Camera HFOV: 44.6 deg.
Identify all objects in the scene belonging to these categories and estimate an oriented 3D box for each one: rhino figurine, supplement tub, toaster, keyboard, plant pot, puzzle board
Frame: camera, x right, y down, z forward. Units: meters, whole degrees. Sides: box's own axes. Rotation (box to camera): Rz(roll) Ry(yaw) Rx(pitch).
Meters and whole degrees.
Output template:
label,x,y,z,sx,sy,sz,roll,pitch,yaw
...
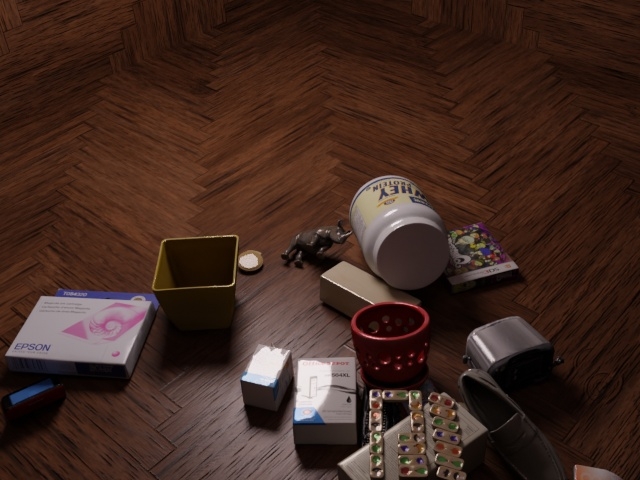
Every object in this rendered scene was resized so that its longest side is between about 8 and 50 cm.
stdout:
label,x,y,z,sx,sy,sz,roll,pitch,yaw
rhino figurine,0.000,0.000,2.277,0.243,0.073,0.106,-18,31,37
supplement tub,0.219,-0.024,2.181,0.235,0.235,0.325,-8,26,-6
toaster,0.464,0.277,1.913,0.227,0.129,0.146,-18,38,-15
keyboard,0.144,0.408,1.847,0.100,0.038,0.192,2,40,7
plant pot,0.172,0.264,1.897,0.191,0.174,0.191,-3,24,2
plant pot,-0.321,0.127,2.116,0.212,0.187,0.212,-4,39,1
puzzle board,0.238,0.374,1.901,0.096,0.011,0.128,-15,40,-13

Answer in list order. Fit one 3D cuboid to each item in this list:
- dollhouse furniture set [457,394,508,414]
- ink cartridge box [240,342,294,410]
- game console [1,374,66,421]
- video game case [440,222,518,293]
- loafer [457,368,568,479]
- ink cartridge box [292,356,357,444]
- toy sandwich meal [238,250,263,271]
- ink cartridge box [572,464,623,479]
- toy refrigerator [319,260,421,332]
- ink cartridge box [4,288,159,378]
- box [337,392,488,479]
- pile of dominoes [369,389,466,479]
label,x,y,z,sx,sy,sz,roll,pitch,yaw
dollhouse furniture set,0.385,0.378,1.840,0.114,0.091,0.081,10,25,21
ink cartridge box,-0.127,0.329,1.922,0.090,0.092,0.143,10,41,16
game console,-0.712,0.375,1.924,0.144,0.124,0.085,-24,69,-23
video game case,0.426,0.048,2.270,0.210,0.041,0.232,-13,39,-12
loafer,0.409,0.417,1.697,0.112,0.111,0.319,-45,64,9
ink cartridge box,0.013,0.378,1.855,0.148,0.086,0.203,-2,39,3
toy sandwich meal,-0.209,0.063,2.316,0.086,0.029,0.085,2,48,-2
ink cartridge box,0.617,0.551,1.623,0.179,0.045,0.145,5,40,14
toy refrigerator,0.131,0.165,2.111,0.269,0.094,0.102,27,41,32
ink cartridge box,-0.627,0.225,2.110,0.324,0.071,0.330,2,39,6
box,0.201,0.479,1.684,0.311,0.121,0.148,-26,43,-25
pile of dominoes,0.200,0.403,1.649,0.196,0.040,0.251,-1,39,4
